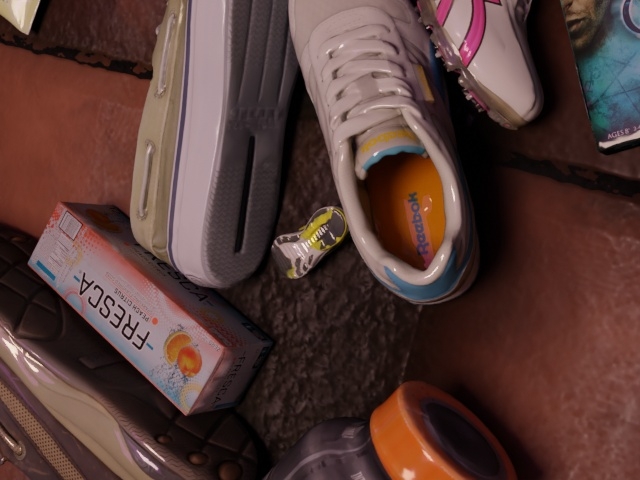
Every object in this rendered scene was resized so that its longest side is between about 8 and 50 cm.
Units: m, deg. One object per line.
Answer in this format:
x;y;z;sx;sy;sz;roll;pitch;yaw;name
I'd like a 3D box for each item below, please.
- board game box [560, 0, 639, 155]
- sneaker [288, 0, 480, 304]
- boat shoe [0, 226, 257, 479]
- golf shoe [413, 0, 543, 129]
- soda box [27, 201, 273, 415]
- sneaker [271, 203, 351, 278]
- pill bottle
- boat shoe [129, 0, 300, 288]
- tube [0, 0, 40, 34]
0.226;-0.132;0.516;0.186;0.026;0.126;-16;81;28;board game box
0.039;-0.075;0.571;0.087;0.092;0.229;-22;80;9;sneaker
-0.207;0.107;0.695;0.355;0.132;0.130;37;106;27;boat shoe
0.096;-0.157;0.567;0.086;0.067;0.186;-26;76;25;golf shoe
-0.124;0.044;0.687;0.183;0.063;0.058;38;107;26;soda box
0.000;0.000;0.639;0.083;0.035;0.031;-32;83;47;sneaker
0.004;0.195;0.571;0.246;0.130;0.130;-49;67;19;pill bottle
-0.072;-0.120;0.641;0.094;0.109;0.302;17;99;31;boat shoe
-0.313;-0.262;0.815;0.240;0.062;0.070;30;146;22;tube
